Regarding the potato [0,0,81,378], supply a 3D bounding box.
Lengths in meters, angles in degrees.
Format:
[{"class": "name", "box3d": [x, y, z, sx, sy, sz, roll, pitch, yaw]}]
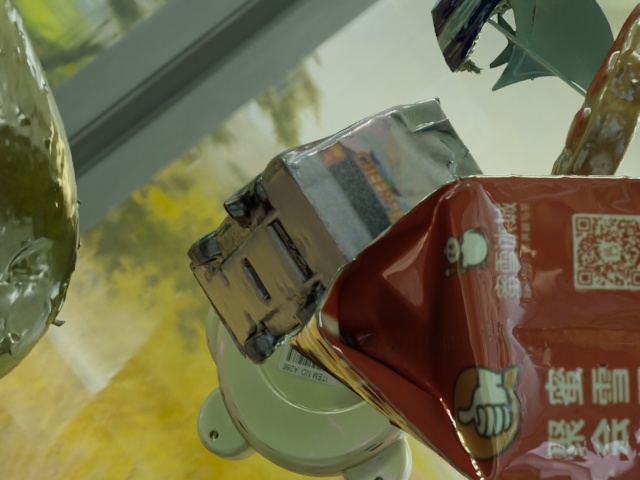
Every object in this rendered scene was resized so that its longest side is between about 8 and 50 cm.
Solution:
[{"class": "potato", "box3d": [-0.291, -0.063, 0.720, 0.219, 0.269, 0.359, 36, -36, 48]}]

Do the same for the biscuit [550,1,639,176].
[{"class": "biscuit", "box3d": [0.302, -0.103, 1.317, 0.074, 0.381, 0.359, 27, -17, 13]}]

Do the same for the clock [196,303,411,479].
[{"class": "clock", "box3d": [0.015, 0.108, 1.324, 0.283, 0.310, 0.114, 14, -12, 9]}]

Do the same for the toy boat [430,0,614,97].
[{"class": "toy boat", "box3d": [0.266, -0.255, 1.558, 0.292, 0.210, 0.070, 58, 13, -15]}]

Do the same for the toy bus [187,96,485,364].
[{"class": "toy bus", "box3d": [0.000, 0.000, 0.845, 0.112, 0.138, 0.317, 59, -19, 0]}]

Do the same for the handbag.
[{"class": "handbag", "box3d": [0.133, 0.052, 0.600, 0.171, 0.298, 0.151, 97, -8, -82]}]
